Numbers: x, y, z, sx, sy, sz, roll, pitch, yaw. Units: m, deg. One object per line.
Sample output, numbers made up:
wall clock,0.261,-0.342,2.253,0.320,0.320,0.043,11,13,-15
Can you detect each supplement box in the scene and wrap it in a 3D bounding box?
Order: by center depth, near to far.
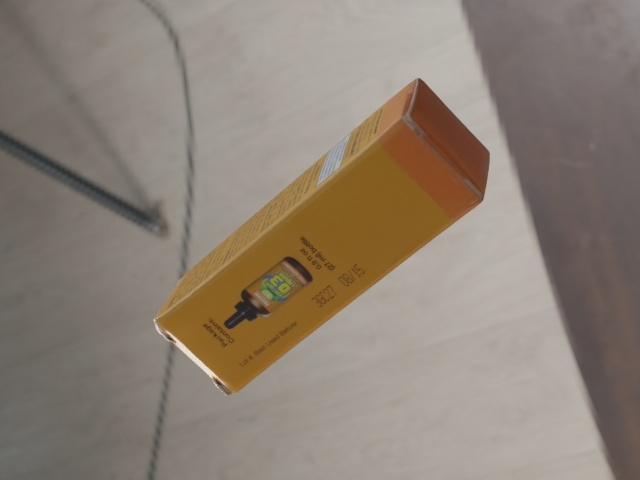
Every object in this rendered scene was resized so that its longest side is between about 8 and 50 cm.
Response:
supplement box,0.000,0.000,1.068,0.233,0.080,0.078,-39,105,22
